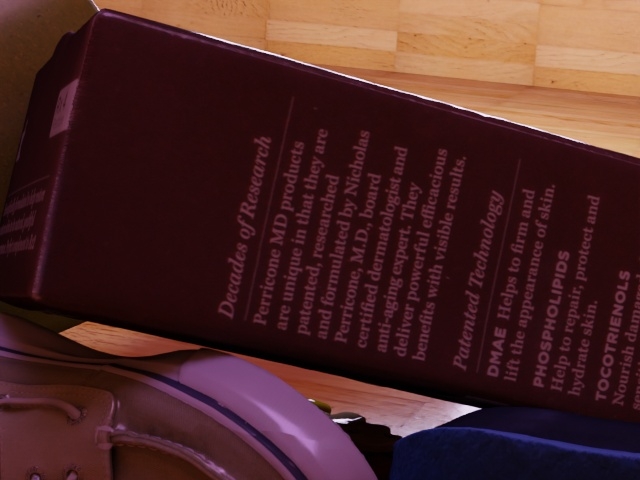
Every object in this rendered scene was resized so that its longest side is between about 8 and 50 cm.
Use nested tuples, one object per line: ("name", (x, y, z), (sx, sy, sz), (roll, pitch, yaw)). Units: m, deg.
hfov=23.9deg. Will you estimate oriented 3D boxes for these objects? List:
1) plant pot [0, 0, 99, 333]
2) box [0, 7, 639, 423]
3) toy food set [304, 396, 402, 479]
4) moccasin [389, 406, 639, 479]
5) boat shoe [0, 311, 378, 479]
("plant pot", (-0.289, -0.016, 0.855), (0.275, 0.274, 0.293), (14, 33, 37))
("box", (0.038, 0.008, 0.772), (0.381, 0.143, 0.191), (15, -6, -16))
("toy food set", (-0.003, 0.111, 0.792), (0.132, 0.038, 0.192), (-5, 16, -34))
("moccasin", (0.180, 0.120, 0.597), (0.117, 0.137, 0.342), (-3, 15, -44))
("boat shoe", (-0.104, 0.107, 0.696), (0.302, 0.109, 0.094), (8, 33, 42))
